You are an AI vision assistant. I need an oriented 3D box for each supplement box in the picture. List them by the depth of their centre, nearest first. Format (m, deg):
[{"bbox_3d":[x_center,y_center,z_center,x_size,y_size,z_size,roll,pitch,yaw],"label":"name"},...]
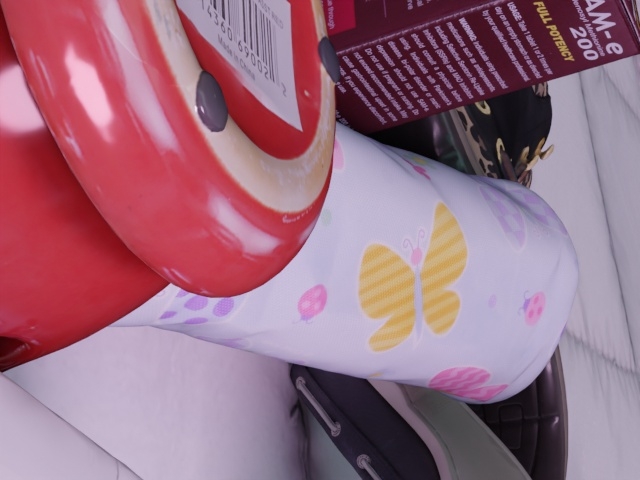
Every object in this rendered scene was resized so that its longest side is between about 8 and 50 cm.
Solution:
[{"bbox_3d":[0.019,-0.122,0.636,0.073,0.239,0.130,43,38,-53],"label":"supplement box"}]

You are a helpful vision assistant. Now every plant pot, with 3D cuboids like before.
[{"bbox_3d":[-0.098,-0.057,0.400,0.191,0.174,0.191,-14,90,-71],"label":"plant pot"}]

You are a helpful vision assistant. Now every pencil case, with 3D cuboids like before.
[{"bbox_3d":[0.000,0.000,0.600,0.273,0.124,0.113,16,97,-48],"label":"pencil case"}]

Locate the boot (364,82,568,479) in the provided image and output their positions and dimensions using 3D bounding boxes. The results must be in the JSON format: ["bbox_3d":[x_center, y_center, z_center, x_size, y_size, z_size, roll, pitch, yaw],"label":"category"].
[{"bbox_3d":[0.087,-0.017,0.887,0.377,0.138,0.284,68,22,-3],"label":"boot"}]

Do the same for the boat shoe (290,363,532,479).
[{"bbox_3d":[0.055,0.124,0.712,0.075,0.065,0.206,-7,57,-55],"label":"boat shoe"}]

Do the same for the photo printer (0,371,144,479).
[{"bbox_3d":[-0.133,0.158,0.269,0.256,0.107,0.308,49,34,-47],"label":"photo printer"}]
